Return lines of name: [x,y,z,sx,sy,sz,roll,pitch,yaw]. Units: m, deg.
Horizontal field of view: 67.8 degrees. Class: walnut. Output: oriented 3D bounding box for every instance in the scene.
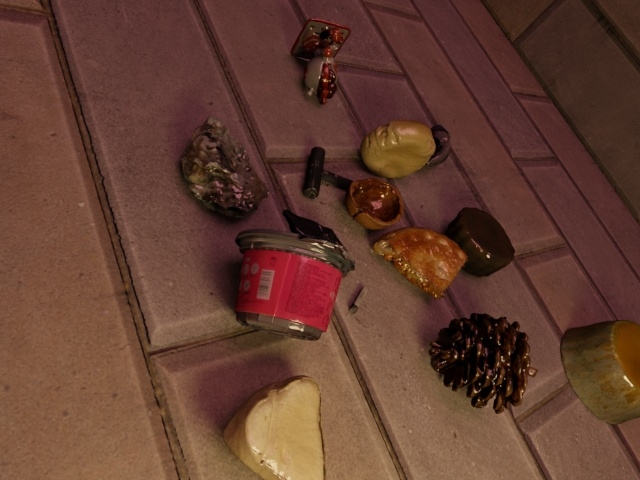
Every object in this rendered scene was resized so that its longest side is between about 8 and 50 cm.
walnut: [0.147,-0.094,1.376,0.211,0.087,0.167,-23,69,-45]

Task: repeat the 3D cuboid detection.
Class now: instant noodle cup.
instant noodle cup: [-0.070,0.103,0.985,0.258,0.302,0.182,16,74,-13]

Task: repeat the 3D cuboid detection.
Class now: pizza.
pizza: [0.298,0.065,1.378,0.335,0.086,0.226,7,61,-31]

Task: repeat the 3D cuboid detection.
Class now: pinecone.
pinecone: [0.413,0.293,1.204,0.257,0.243,0.243,39,45,0]

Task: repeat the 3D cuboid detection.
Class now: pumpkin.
pumpkin: [0.977,0.407,1.558,0.332,0.199,0.332,20,48,-23]

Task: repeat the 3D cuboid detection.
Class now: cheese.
cheese: [0.246,-0.292,1.503,0.225,0.214,0.117,10,59,-39]

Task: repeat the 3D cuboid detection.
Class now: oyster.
oyster: [-0.236,-0.176,1.142,0.268,0.112,0.198,46,45,4]

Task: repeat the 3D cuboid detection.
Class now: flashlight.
flashlight: [0.098,0.153,1.217,0.018,0.018,0.083,42,45,-4]

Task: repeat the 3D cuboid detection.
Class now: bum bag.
bum bag: [0.000,0.000,1.149,0.137,0.074,0.310,46,5,24]

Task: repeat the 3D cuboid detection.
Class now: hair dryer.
hair dryer: [0.044,-0.163,1.385,0.194,0.050,0.173,28,50,-22]

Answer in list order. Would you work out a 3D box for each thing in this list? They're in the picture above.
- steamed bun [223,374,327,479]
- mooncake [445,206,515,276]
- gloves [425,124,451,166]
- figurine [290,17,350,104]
steamed bun: [-0.090,0.355,0.877,0.212,0.110,0.231,33,41,-37]
mooncake: [0.508,0.008,1.547,0.228,0.124,0.228,18,47,-21]
gloves: [0.415,-0.341,1.719,0.119,0.142,0.285,23,43,17]
figurine: [0.006,-0.559,1.555,0.160,0.183,0.226,4,70,-24]
